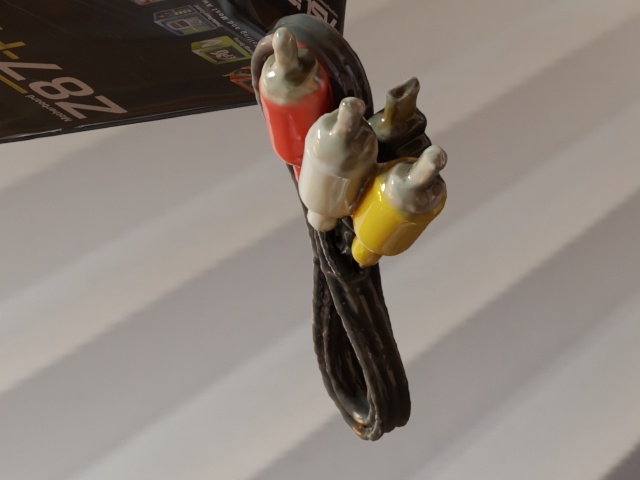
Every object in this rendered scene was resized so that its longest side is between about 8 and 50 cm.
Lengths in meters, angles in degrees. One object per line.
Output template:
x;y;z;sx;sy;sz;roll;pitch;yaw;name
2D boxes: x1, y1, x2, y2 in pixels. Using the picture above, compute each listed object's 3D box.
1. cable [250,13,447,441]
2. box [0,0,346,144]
0.000;0.000;0.989;0.072;0.287;0.139;-33;64;-29;cable
-0.211;-0.184;1.202;0.318;0.097;0.395;-5;-22;27;box
